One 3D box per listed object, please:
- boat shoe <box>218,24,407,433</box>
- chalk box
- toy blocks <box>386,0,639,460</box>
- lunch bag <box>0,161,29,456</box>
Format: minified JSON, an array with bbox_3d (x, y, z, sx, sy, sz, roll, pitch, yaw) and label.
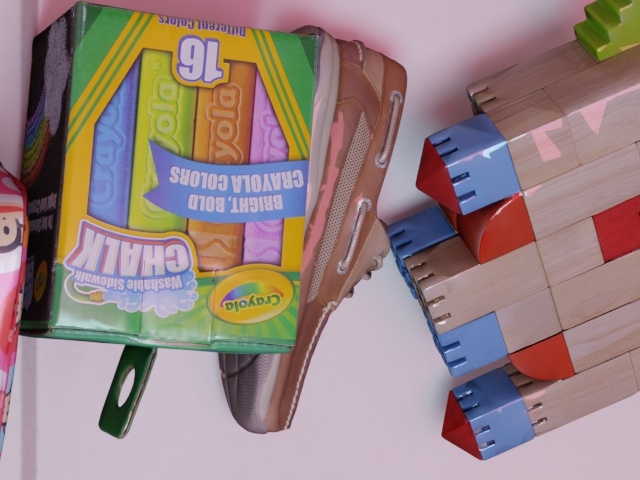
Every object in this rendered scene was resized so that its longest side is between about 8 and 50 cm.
[{"bbox_3d":[0.000,0.000,1.266,0.116,0.123,0.324,7,103,-23],"label":"boat shoe"},{"bbox_3d":[-0.118,-0.005,1.154,0.179,0.180,0.289,5,87,-20],"label":"chalk box"},{"bbox_3d":[0.179,0.008,1.300,0.261,0.191,0.381,-23,124,-3],"label":"toy blocks"},{"bbox_3d":[-0.271,0.089,1.117,0.120,0.258,0.293,7,101,-21],"label":"lunch bag"}]
